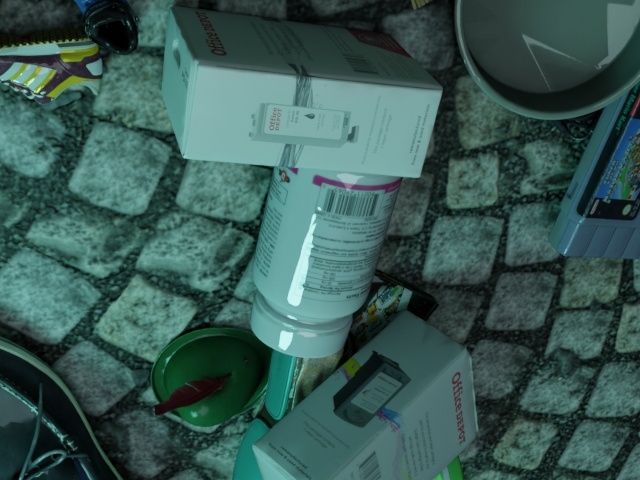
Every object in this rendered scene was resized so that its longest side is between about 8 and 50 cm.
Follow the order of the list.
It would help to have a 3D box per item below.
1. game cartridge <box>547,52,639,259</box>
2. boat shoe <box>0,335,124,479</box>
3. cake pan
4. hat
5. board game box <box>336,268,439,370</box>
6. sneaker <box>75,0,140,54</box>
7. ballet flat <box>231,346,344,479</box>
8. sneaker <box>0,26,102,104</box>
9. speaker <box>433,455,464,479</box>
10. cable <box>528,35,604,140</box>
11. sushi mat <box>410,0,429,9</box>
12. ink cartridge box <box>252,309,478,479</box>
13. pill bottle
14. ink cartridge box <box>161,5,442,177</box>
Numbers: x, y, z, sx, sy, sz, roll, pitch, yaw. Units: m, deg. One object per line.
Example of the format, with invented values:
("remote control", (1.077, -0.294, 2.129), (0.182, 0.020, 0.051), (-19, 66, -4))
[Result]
("game cartridge", (0.473, -0.131, 1.475), (0.230, 0.068, 0.355), (0, 122, -34))
("boat shoe", (-0.393, 0.311, 1.440), (0.187, 0.156, 0.500), (-28, 117, 5))
("cake pan", (0.297, -0.296, 1.308), (0.293, 0.054, 0.293), (-5, 114, -11))
("hat", (-0.145, 0.237, 1.461), (0.208, 0.183, 0.173), (1, 120, -17))
("board game box", (0.046, 0.162, 1.567), (0.136, 0.030, 0.259), (26, 110, -30))
("sneaker", (-0.250, -0.273, 1.180), (0.058, 0.084, 0.152), (-29, 124, 2))
("ballet flat", (-0.037, 0.261, 1.528), (0.106, 0.107, 0.316), (2, 121, -32))
("sneaker", (-0.342, -0.190, 1.212), (0.185, 0.069, 0.084), (-7, 117, -11))
("speaker", (0.065, 0.377, 1.645), (0.297, 0.131, 0.131), (-13, 123, -8))
("cable", (0.351, -0.226, 1.410), (0.150, 0.047, 0.184), (-39, 123, 8))
("sushi mat", (0.129, -0.438, 1.231), (0.151, 0.019, 0.316), (-25, 124, -2))
("ink cartridge box", (0.071, 0.282, 1.492), (0.306, 0.131, 0.226), (-40, 141, -25))
("pill bottle", (0.000, 0.000, 1.375), (0.160, 0.160, 0.283), (5, 119, -19))
("ink cartridge box", (-0.031, -0.174, 1.232), (0.283, 0.207, 0.117), (4, 117, -18))
